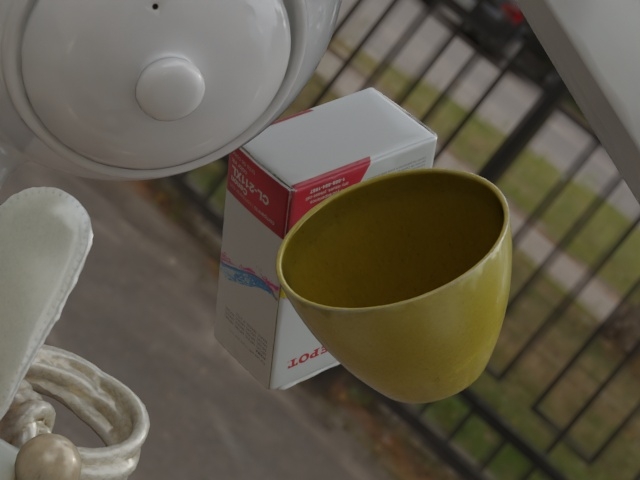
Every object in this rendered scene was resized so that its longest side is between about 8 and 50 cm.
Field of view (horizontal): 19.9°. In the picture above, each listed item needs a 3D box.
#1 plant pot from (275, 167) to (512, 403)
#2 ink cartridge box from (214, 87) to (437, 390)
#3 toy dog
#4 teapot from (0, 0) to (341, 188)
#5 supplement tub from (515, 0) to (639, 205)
[{"bbox_3d":[0.051,0.035,1.036,0.134,0.134,0.095,-124,-167,-57],"label":"plant pot"},{"bbox_3d":[0.000,0.000,1.251,0.127,0.175,0.072,-22,46,-34],"label":"ink cartridge box"},{"bbox_3d":[-0.192,-0.008,0.780,0.333,0.161,0.220,39,28,1],"label":"toy dog"},{"bbox_3d":[-0.088,-0.127,0.938,0.252,0.256,0.187,-1,34,-18],"label":"teapot"},{"bbox_3d":[0.225,-0.112,0.503,0.241,0.331,0.241,57,8,-12],"label":"supplement tub"}]
